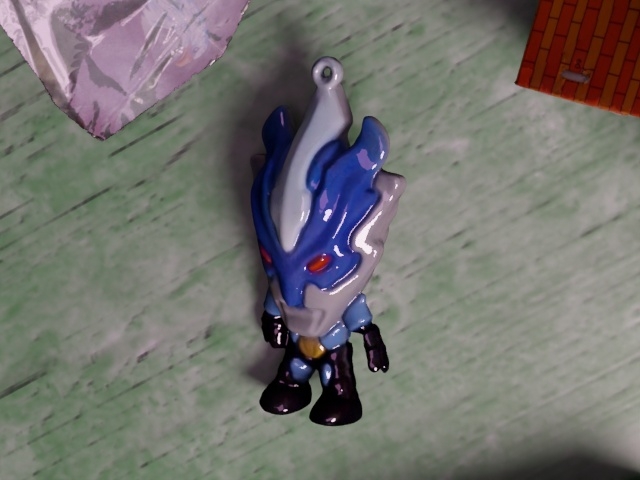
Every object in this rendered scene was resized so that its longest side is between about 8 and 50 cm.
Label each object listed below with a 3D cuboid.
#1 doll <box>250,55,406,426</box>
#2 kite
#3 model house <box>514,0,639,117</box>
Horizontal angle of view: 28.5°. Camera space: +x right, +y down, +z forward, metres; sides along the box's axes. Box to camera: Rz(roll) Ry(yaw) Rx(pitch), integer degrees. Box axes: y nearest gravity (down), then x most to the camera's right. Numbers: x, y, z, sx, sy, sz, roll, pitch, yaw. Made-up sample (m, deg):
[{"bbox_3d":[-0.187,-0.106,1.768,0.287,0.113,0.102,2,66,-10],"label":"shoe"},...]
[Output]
[{"bbox_3d":[0.000,0.000,0.671,0.096,0.070,0.195,11,104,34],"label":"doll"},{"bbox_3d":[-0.175,-0.197,0.680,0.310,0.015,0.169,37,100,-2],"label":"kite"},{"bbox_3d":[0.186,-0.139,0.567,0.154,0.207,0.294,15,99,5],"label":"model house"}]
